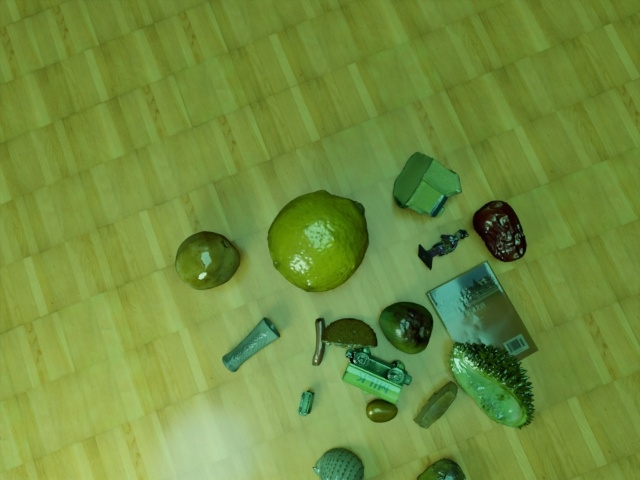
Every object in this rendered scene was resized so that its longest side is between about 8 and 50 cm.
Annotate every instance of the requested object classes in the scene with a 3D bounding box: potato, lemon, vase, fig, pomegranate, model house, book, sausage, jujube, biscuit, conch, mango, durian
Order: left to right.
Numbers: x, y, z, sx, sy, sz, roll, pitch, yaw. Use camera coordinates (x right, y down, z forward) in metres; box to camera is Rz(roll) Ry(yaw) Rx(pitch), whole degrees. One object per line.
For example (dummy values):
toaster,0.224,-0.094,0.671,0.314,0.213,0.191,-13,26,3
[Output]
pomegranate,-0.418,0.072,1.764,0.233,0.233,0.233,0,82,3
vase,-0.261,0.392,1.772,0.219,0.096,0.096,-41,82,0
sausage,-0.006,0.378,1.782,0.047,0.040,0.177,3,84,3
lemon,0.000,0.000,1.679,0.387,0.350,0.350,-36,81,10
conch,0.068,0.833,1.669,0.200,0.131,0.172,22,85,5
biscuit,0.110,0.342,1.760,0.206,0.025,0.126,5,46,7
mango,0.221,0.616,1.725,0.114,0.060,0.080,-8,85,-2
fig,0.303,0.306,1.714,0.191,0.181,0.181,24,84,33
model house,0.402,-0.191,1.791,0.189,0.195,0.214,26,99,-17
potato,0.399,0.873,1.652,0.149,0.113,0.251,40,86,9
book,0.595,0.298,1.763,0.262,0.028,0.374,-28,82,0
durian,0.617,0.495,1.694,0.394,0.163,0.198,42,130,-3
jujube,0.657,-0.031,1.749,0.155,0.155,0.230,-25,91,0

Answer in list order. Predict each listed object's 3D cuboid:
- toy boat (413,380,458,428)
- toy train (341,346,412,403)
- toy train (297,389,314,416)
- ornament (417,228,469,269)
toy boat,0.412,0.588,1.712,0.064,0.072,0.206,40,99,-6
toy train,0.195,0.490,1.733,0.253,0.105,0.157,23,98,6
toy train,-0.050,0.594,1.746,0.038,0.056,0.093,10,83,22
ornament,0.460,0.013,1.794,0.203,0.088,0.081,-35,57,-14
